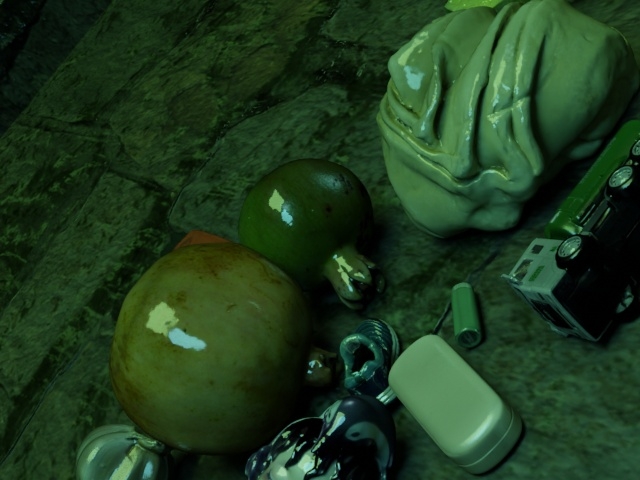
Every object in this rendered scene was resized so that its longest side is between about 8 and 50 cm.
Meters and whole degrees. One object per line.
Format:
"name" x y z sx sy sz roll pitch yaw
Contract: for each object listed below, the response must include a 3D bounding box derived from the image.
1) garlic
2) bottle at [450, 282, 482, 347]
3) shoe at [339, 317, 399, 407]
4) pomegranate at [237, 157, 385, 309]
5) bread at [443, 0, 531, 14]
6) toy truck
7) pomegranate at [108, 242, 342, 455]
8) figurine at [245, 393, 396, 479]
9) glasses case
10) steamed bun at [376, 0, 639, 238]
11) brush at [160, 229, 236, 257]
"garlic" -0.257 0.320 1.631 0.131 0.127 0.194 -45 -28 -80
"bottle" 0.162 0.082 1.436 0.030 0.030 0.083 -33 31 23
"shoe" 0.052 0.135 1.474 0.064 0.071 0.143 -34 27 21
"pomegranate" -0.015 -0.001 1.636 0.179 0.179 0.210 -33 44 24
"bread" 0.236 -0.281 1.705 0.111 0.114 0.129 -43 32 -6
"toy truck" 0.294 -0.018 1.316 0.242 0.101 0.125 -51 24 -13
"pomegranate" -0.110 0.131 1.537 0.252 0.271 0.229 -67 -6 -48
"figurine" 0.000 0.261 1.351 0.222 0.145 0.145 -56 28 6
"glasses case" 0.137 0.167 1.343 0.083 0.050 0.196 -44 29 2
"steamed bun" 0.200 -0.165 1.511 0.289 0.203 0.276 -17 40 41
"brush" -0.156 0.034 1.901 0.070 0.051 0.323 -47 25 -14
